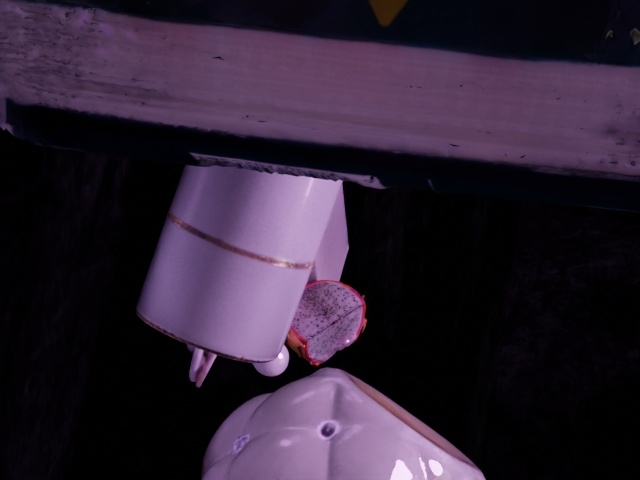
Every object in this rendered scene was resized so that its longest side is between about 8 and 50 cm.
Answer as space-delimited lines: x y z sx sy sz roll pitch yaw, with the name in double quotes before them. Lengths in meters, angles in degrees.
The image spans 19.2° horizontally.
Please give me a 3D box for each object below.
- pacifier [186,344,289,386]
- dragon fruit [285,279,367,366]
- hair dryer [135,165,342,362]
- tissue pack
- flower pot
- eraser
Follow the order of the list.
"pacifier" -0.062 0.081 1.454 0.099 0.078 0.081 -66 -178 -51
"dragon fruit" -0.003 0.073 1.749 0.083 0.060 0.056 -36 152 -22
"hair dryer" -0.030 -0.026 1.412 0.357 0.107 0.173 -32 144 -80
"tissue pack" 0.059 -0.156 1.024 0.264 0.416 0.253 -34 132 -73
"flower pot" 0.017 0.222 1.526 0.195 0.246 0.246 -56 167 2
"eraser" 0.000 0.000 1.790 0.150 0.023 0.104 83 20 -51
